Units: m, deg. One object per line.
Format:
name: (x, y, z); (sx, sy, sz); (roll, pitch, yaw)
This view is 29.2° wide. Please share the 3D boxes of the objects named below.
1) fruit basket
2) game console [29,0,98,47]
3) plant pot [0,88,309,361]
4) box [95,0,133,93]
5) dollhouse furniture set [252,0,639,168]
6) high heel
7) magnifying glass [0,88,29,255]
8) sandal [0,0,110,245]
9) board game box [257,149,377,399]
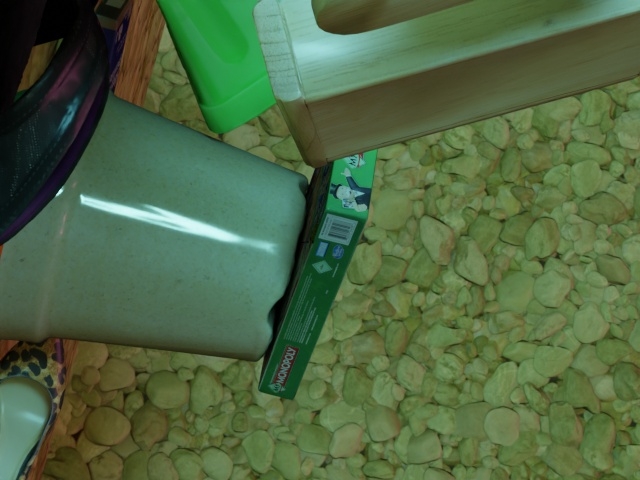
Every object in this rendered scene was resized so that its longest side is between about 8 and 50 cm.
fruit basket: (-0.039, -0.278, 1.461); (0.283, 0.392, 0.392); (-32, -166, 7)
game console: (-0.227, -0.161, 1.019); (0.122, 0.071, 0.107); (-83, -171, -56)
plant pot: (-0.184, -0.007, 1.382); (0.334, 0.305, 0.334); (-166, -90, -85)
box: (-0.298, -0.216, 1.659); (0.136, 0.036, 0.225); (-86, -166, -63)
dollhouse furniture set: (0.024, -0.235, 0.555); (0.303, 0.174, 0.355); (64, 10, -79)
high heel: (-0.358, 0.229, 1.431); (0.261, 0.093, 0.186); (-65, -166, 11)
magnifying glass: (-0.274, -0.045, 1.050); (0.092, 0.026, 0.231); (-45, 170, -38)
sandal: (-0.222, -0.051, 0.873); (0.167, 0.107, 0.445); (-132, -122, -83)
board game box: (0.000, 0.000, 1.350); (0.317, 0.046, 0.213); (111, -9, -46)
